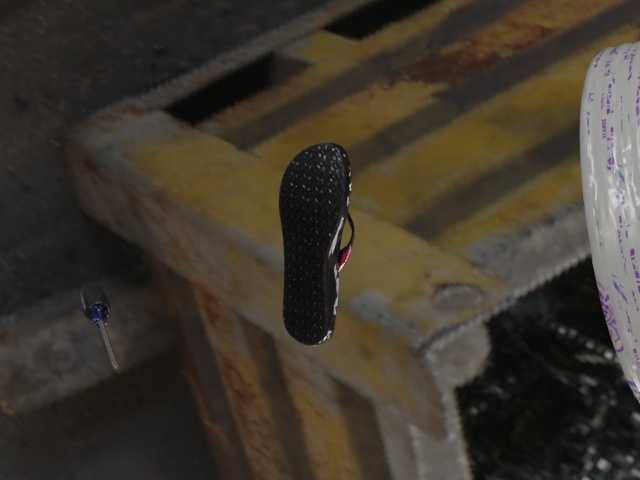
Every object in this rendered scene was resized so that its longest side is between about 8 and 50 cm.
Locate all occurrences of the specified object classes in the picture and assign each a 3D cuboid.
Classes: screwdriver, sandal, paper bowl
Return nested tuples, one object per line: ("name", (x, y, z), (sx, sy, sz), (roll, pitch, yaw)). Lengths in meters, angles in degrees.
("screwdriver", (-0.176, 0.072, 1.334), (0.024, 0.170, 0.025), (40, 99, -23))
("sandal", (0.000, 0.000, 1.380), (0.040, 0.067, 0.179), (-21, 124, -45))
("paper bowl", (0.297, -0.015, 1.218), (0.284, 0.148, 0.284), (-11, 90, -67))
